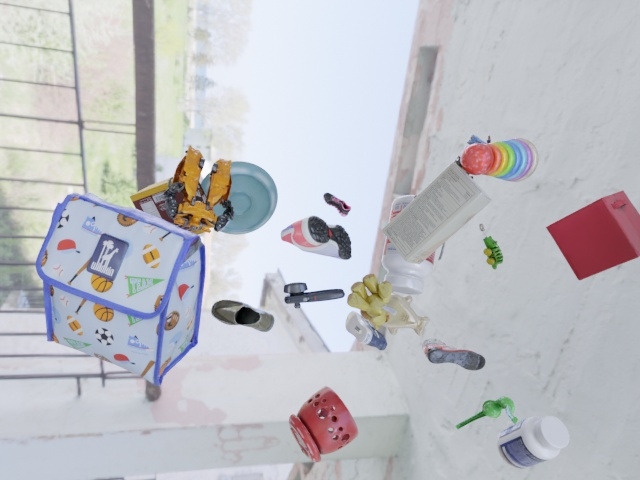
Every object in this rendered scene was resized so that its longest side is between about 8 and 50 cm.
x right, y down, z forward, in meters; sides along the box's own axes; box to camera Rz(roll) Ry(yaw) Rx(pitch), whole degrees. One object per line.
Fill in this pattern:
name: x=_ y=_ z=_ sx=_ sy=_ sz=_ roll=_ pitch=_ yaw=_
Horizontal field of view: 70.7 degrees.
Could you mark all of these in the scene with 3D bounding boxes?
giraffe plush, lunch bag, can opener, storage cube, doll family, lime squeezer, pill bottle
giraffe plush: x=0.211 y=0.260 z=1.759 sx=0.210 sy=0.181 sz=0.171 roll=45 pitch=-18 yaw=31
lunch bag: x=-0.459 y=0.105 z=1.066 sx=0.239 sy=0.327 sz=0.386 roll=-59 pitch=168 yaw=-62
can opener: x=-0.019 y=0.165 z=1.351 sx=0.059 sy=0.185 sz=0.073 roll=-83 pitch=171 yaw=-72
storage cube: x=0.857 y=-0.015 z=1.381 sx=0.215 sy=0.183 sz=0.193 roll=-42 pitch=-112 yaw=48
doll family: x=0.567 y=-0.300 z=1.672 sx=0.193 sy=0.111 sz=0.076 roll=-61 pitch=180 yaw=32
lime squeezer: x=0.521 y=0.523 z=1.356 sx=0.110 sy=0.058 sz=0.310 roll=-51 pitch=176 yaw=-28
pill bottle: x=0.401 y=0.024 z=2.018 sx=0.229 sy=0.228 sz=0.408 roll=141 pitch=-36 yaw=-71
pill bottle: x=0.499 y=0.471 z=1.061 sx=0.169 sy=0.094 sz=0.094 roll=110 pitch=-23 yaw=-51

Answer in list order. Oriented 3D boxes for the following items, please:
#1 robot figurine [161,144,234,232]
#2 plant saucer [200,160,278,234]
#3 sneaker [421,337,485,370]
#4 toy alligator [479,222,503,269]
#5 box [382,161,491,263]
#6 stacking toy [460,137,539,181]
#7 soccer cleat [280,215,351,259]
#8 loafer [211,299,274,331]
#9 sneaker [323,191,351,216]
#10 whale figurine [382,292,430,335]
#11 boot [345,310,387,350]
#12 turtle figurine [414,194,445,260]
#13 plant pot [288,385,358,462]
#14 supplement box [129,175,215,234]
robot figurine: x=-0.357 y=-0.144 z=1.357 sx=0.085 sy=0.210 sz=0.291 roll=-47 pitch=-147 yaw=47
plant saucer: x=-0.319 y=-0.153 z=1.768 sx=0.044 sy=0.317 sz=0.318 roll=-117 pitch=-148 yaw=-57
sneaker: x=0.592 y=0.504 z=2.031 sx=0.145 sy=0.269 sz=0.090 roll=-112 pitch=-149 yaw=-79
toy alligator: x=0.614 y=0.024 z=1.608 sx=0.051 sy=0.056 sz=0.190 roll=2 pitch=-58 yaw=52
box: x=0.365 y=-0.079 z=1.432 sx=0.311 sy=0.121 sz=0.148 roll=-44 pitch=-119 yaw=22
stacking toy: x=0.525 y=-0.238 z=1.354 sx=0.141 sy=0.330 sz=0.141 roll=12 pitch=-73 yaw=44
soccer cleat: x=0.000 y=0.000 z=1.431 sx=0.318 sy=0.116 sz=0.109 roll=23 pitch=58 yaw=-58
loafer: x=-0.282 y=0.252 z=1.576 sx=0.087 sy=0.251 sz=0.095 roll=53 pitch=48 yaw=-60
sneaker: x=0.065 y=-0.140 z=1.654 sx=0.047 sy=0.119 sz=0.057 roll=-57 pitch=-170 yaw=-29
whale figurine: x=0.406 y=0.374 z=2.273 sx=0.141 sy=0.271 sz=0.216 roll=28 pitch=86 yaw=-83
boot: x=0.146 y=0.297 z=1.468 sx=0.069 sy=0.086 sz=0.190 roll=-58 pitch=-160 yaw=7
turtle figurine: x=0.532 y=-0.118 z=1.832 sx=0.275 sy=0.197 sz=0.266 roll=56 pitch=-41 yaw=7
plant pot: x=0.001 y=0.600 z=1.469 sx=0.191 sy=0.174 sz=0.191 roll=47 pitch=-27 yaw=34
supplement box: x=-0.492 y=-0.108 z=1.531 sx=0.129 sy=0.191 sz=0.194 roll=-68 pitch=138 yaw=-65
